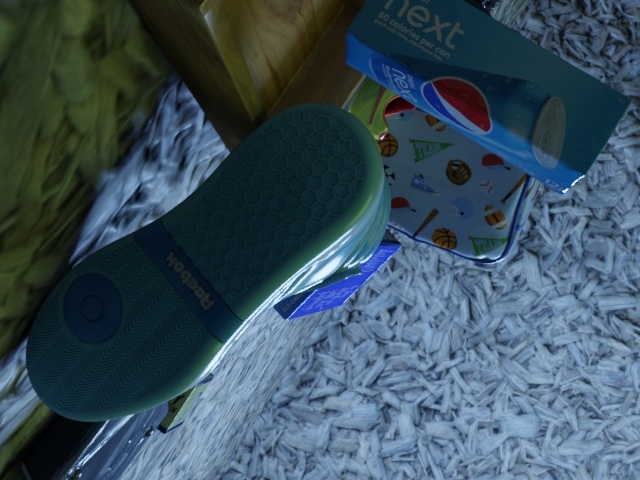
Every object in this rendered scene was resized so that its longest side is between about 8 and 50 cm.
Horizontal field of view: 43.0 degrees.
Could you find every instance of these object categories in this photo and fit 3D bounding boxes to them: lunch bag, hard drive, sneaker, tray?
[{"bbox_3d":[0.183,-0.113,1.187,0.115,0.304,0.243,-47,152,-47],"label":"lunch bag"},{"bbox_3d":[-0.240,0.217,0.887,0.172,0.054,0.254,-54,172,-20],"label":"hard drive"},{"bbox_3d":[-0.067,0.030,0.657,0.319,0.127,0.208,-35,170,11],"label":"sneaker"},{"bbox_3d":[-0.017,-0.179,0.593,0.202,0.076,0.411,-56,173,-6],"label":"tray"},{"bbox_3d":[0.098,-0.214,1.088,0.208,0.094,0.081,-56,171,-17],"label":"sneaker"}]

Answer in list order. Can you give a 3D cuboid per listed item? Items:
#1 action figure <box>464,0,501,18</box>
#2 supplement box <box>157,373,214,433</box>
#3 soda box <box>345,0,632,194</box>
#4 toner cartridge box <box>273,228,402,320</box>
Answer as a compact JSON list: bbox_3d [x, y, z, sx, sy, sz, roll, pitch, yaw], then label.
[{"bbox_3d":[0.259,-0.426,1.231,0.285,0.099,0.185,-54,164,-48],"label":"action figure"},{"bbox_3d":[-0.198,0.205,1.097,0.083,0.056,0.083,-57,172,1],"label":"supplement box"},{"bbox_3d":[0.125,-0.125,0.634,0.071,0.210,0.067,-56,172,-8],"label":"soda box"},{"bbox_3d":[0.026,0.039,1.346,0.165,0.075,0.348,-46,168,10],"label":"toner cartridge box"}]
